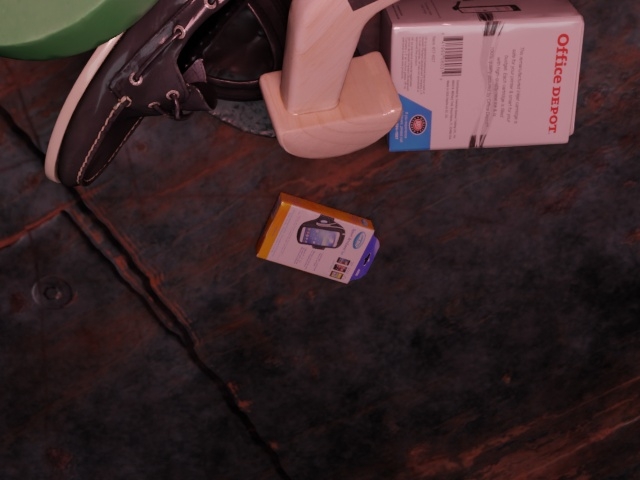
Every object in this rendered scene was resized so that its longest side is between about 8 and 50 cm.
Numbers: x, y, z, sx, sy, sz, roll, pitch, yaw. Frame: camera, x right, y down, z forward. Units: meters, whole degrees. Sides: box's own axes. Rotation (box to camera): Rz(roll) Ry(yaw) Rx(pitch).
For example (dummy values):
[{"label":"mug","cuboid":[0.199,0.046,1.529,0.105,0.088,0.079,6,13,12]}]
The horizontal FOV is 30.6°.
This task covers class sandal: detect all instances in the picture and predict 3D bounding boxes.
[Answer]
[{"label":"sandal","cuboid":[-0.134,-0.232,1.184,0.445,0.107,0.167,35,112,-25]}]

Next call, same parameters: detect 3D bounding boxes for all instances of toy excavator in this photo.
[{"label":"toy excavator","cuboid":[0.100,-0.275,0.998,0.445,0.222,0.433,-23,152,10]}]

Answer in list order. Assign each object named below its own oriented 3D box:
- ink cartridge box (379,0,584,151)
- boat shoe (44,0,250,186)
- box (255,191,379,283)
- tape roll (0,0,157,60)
[{"label":"ink cartridge box","cuboid":[0.169,-0.182,1.265,0.203,0.086,0.148,-3,121,-5]},{"label":"boat shoe","cuboid":[-0.135,-0.171,1.099,0.113,0.127,0.340,35,101,1]},{"label":"box","cuboid":[0.000,0.000,1.391,0.136,0.028,0.081,17,118,-19]},{"label":"tape roll","cuboid":[-0.259,-0.323,1.024,0.321,0.077,0.321,0,89,16]}]
